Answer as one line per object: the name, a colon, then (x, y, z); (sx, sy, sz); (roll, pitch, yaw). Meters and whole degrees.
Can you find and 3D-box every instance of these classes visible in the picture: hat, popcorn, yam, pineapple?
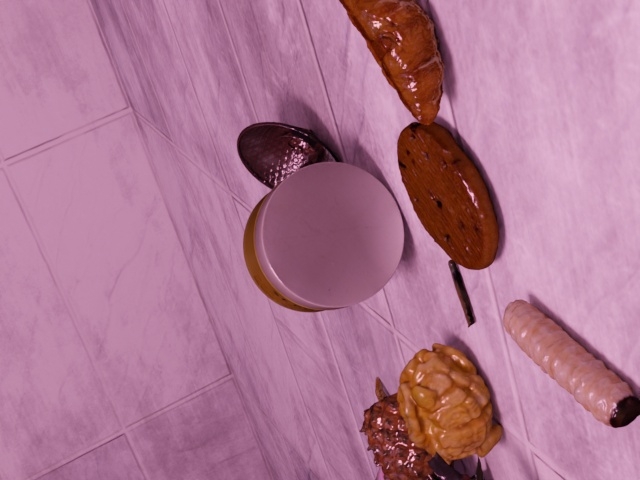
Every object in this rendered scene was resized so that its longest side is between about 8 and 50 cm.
hat: (-0.038, -0.156, 1.885); (0.193, 0.082, 0.193); (17, 148, 11)
popcorn: (0.186, 0.258, 1.702); (0.194, 0.140, 0.163); (85, 159, -56)
yam: (0.199, 0.074, 1.588); (0.014, 0.014, 0.107); (28, 141, 64)
pineapple: (0.202, 0.416, 1.840); (0.364, 0.166, 0.165); (62, 165, 18)

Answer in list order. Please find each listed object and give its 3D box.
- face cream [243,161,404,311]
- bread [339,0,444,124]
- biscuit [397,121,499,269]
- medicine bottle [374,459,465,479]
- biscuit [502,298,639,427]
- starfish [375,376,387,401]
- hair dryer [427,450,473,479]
face cream: (0.000, 0.000, 1.732); (0.218, 0.218, 0.179); (64, 165, 0)
bread: (0.088, -0.249, 1.324); (0.233, 0.076, 0.105); (57, 176, 0)
biscuit: (0.165, -0.058, 1.449); (0.212, 0.036, 0.212); (54, 162, 26)
medicine bottle: (0.164, 0.473, 2.029); (0.152, 0.152, 0.254); (55, 156, 28)
biscuit: (0.292, 0.145, 1.329); (0.219, 0.055, 0.061); (47, 168, 46)
starfish: (0.146, 0.342, 2.126); (0.208, 0.053, 0.175); (47, 144, 37)
hair dryer: (0.272, 0.435, 1.633); (0.340, 0.123, 0.312); (46, 171, 5)
